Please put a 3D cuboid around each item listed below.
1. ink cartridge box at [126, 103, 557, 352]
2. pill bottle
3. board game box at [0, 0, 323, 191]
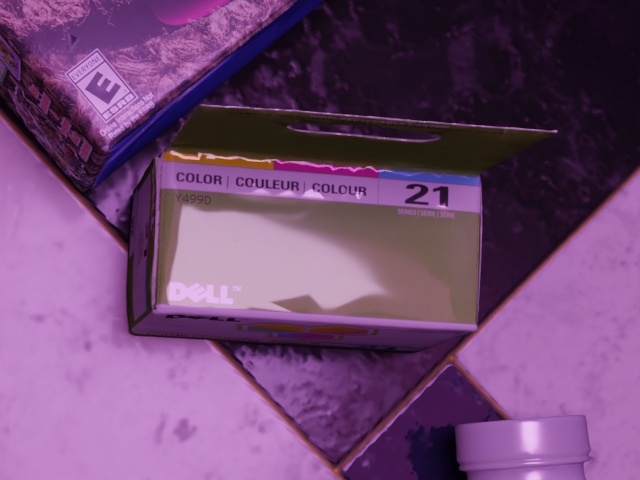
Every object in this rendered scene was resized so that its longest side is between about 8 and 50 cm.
[{"bbox_3d":[0.000,0.000,0.930,0.189,0.255,0.097,4,81,-11],"label":"ink cartridge box"},{"bbox_3d":[0.127,0.203,1.006,0.108,0.108,0.193,-2,82,-13],"label":"pill bottle"},{"bbox_3d":[-0.137,-0.218,0.990,0.232,0.141,0.291,-41,92,-15],"label":"board game box"}]
